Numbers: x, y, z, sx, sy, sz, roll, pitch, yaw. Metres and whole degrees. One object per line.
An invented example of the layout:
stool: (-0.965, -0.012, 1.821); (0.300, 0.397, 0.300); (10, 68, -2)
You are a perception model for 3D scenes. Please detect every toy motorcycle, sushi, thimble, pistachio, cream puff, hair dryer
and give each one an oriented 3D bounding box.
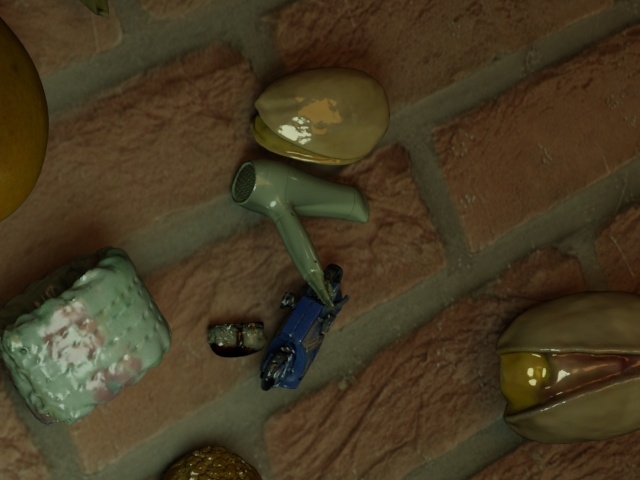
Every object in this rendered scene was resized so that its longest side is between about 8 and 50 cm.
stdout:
toy motorcycle: (-0.025, 0.125, 1.978); (0.076, 0.114, 0.205); (27, 66, 11)
sushi: (-0.108, 0.132, 1.958); (0.083, 0.044, 0.046); (-2, 87, -29)
thimble: (-0.292, 0.116, 1.761); (0.149, 0.185, 0.211); (61, 37, -15)
pistachio: (0.006, -0.170, 1.999); (0.200, 0.117, 0.145); (-8, 55, -34)
cream puff: (-0.135, 0.344, 1.887); (0.150, 0.115, 0.165); (-19, 95, -35)
hair dryer: (0.000, 0.000, 1.962); (0.206, 0.075, 0.237); (11, 44, -34)
pistachio: (0.400, 0.184, 2.156); (0.309, 0.230, 0.229); (-6, 90, -22)

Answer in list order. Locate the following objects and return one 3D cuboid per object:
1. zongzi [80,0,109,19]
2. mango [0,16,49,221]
zongzi: (-0.403, -0.390, 1.767); (0.274, 0.145, 0.300); (-17, 102, -27)
mango: (-0.495, -0.198, 1.646); (0.300, 0.232, 0.445); (-40, 99, -31)
